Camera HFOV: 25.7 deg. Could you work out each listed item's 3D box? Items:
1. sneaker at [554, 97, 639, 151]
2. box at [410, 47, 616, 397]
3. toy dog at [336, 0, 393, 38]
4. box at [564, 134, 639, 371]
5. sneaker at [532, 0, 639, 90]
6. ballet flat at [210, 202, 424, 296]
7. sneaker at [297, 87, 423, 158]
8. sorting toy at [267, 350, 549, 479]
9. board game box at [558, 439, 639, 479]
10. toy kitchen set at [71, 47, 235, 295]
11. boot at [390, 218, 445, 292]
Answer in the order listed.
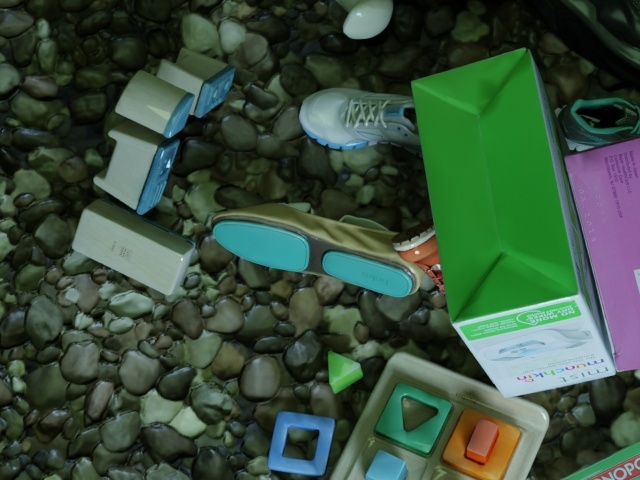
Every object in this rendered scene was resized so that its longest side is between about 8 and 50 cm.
[{"bbox_3d":[0.332,-0.121,1.506,0.166,0.076,0.065,4,78,2],"label":"sneaker"},{"bbox_3d":[0.194,-0.011,1.371,0.126,0.231,0.262,-14,64,14],"label":"box"},{"bbox_3d":[0.086,-0.399,1.499,0.408,0.284,0.395,23,61,6],"label":"toy dog"},{"bbox_3d":[0.370,-0.008,1.369,0.117,0.243,0.213,-13,91,41],"label":"box"},{"bbox_3d":[0.345,-0.249,1.533,0.227,0.087,0.130,32,78,5],"label":"sneaker"},{"bbox_3d":[0.000,0.000,1.498,0.232,0.080,0.073,17,50,2],"label":"ballet flat"},{"bbox_3d":[0.069,-0.134,1.512,0.190,0.083,0.071,7,79,4],"label":"sneaker"},{"bbox_3d":[0.115,0.222,1.410,0.347,0.047,0.196,21,69,17],"label":"sorting toy"},{"bbox_3d":[0.402,0.272,1.377,0.317,0.046,0.213,-26,54,1],"label":"board game box"},{"bbox_3d":[-0.154,-0.079,1.515,0.122,0.166,0.207,26,116,7],"label":"toy kitchen set"},{"bbox_3d":[0.125,0.018,1.445,0.059,0.158,0.085,-19,86,25],"label":"boot"}]
